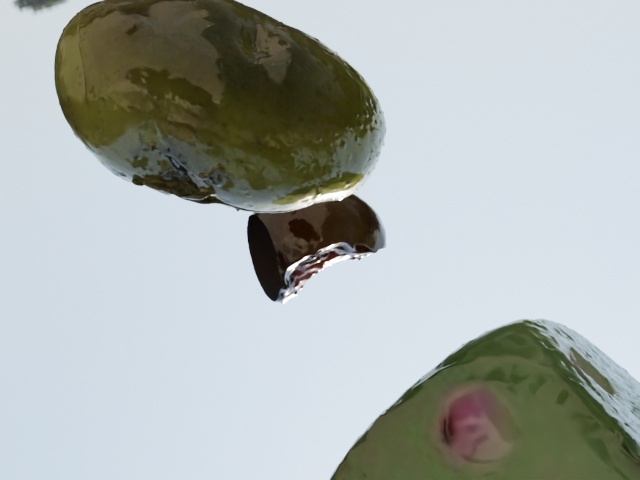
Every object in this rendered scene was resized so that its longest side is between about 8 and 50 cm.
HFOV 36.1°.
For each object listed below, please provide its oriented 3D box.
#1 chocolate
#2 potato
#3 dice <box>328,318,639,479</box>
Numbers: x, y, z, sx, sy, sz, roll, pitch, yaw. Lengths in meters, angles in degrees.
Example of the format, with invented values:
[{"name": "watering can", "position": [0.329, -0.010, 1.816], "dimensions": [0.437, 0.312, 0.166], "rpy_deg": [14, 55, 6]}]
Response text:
[{"name": "chocolate", "position": [0.000, 0.000, 1.029], "dimensions": [0.133, 0.127, 0.124], "rpy_deg": [-13, -159, -27]}, {"name": "potato", "position": [-0.073, -0.098, 0.728], "dimensions": [0.248, 0.143, 0.169], "rpy_deg": [14, -124, -11]}, {"name": "dice", "position": [0.219, 0.291, 0.961], "dimensions": [0.322, 0.318, 0.330], "rpy_deg": [-49, -122, 14]}]
